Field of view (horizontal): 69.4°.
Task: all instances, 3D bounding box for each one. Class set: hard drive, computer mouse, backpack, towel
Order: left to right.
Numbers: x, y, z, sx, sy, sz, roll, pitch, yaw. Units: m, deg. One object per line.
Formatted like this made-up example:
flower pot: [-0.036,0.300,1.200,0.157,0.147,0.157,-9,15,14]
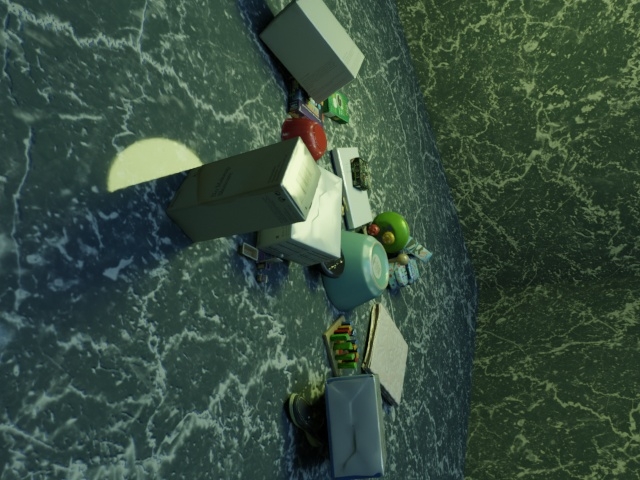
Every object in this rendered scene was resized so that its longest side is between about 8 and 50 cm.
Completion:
computer mouse: [0.000,0.000,1.552,0.189,0.072,0.271,-20,93,-45]
hard drive: [0.132,-0.220,1.898,0.210,0.040,0.318,-23,102,-61]
towel: [0.276,0.481,1.941,0.331,0.054,0.316,57,37,-36]
backpack: [0.373,0.147,2.157,0.173,0.117,0.158,-18,98,-59]

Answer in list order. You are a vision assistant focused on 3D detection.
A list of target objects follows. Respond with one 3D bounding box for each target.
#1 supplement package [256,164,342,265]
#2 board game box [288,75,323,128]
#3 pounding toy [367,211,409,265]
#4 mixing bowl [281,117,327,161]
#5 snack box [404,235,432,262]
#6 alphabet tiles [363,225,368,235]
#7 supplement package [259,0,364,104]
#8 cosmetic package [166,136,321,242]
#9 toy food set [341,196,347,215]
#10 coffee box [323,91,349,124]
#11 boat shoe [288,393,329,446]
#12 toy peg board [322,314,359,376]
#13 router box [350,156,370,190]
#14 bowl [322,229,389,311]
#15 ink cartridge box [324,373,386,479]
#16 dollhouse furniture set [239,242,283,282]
supplement package: [-0.057,-0.083,1.356,0.204,0.145,0.261,23,60,-42]
board game box: [-0.050,-0.480,1.635,0.170,0.048,0.140,24,59,-57]
pounding toy: [0.274,-0.002,1.965,0.110,0.183,0.236,-12,95,-52]
mixing bowl: [-0.041,-0.336,1.554,0.181,0.098,0.181,29,56,-55]
snack box: [0.396,0.000,2.182,0.060,0.187,0.322,-53,147,6]
alphabet tiles: [0.208,0.060,1.926,0.198,0.009,0.236,-44,122,-78]
supplement package: [-0.021,-0.642,1.528,0.293,0.178,0.175,45,42,-25]
cosmetic package: [-0.168,-0.106,1.023,0.113,0.310,0.160,56,35,-39]
toy food set: [0.060,-0.124,1.763,0.122,0.019,0.077,-29,107,-52]
coffee box: [0.057,-0.542,1.857,0.184,0.041,0.113,0,83,-61]
boat shoe: [-0.022,0.524,1.348,0.080,0.074,0.223,-67,141,-49]
toy peg board: [0.093,0.363,1.609,0.161,0.079,0.161,-33,111,-60]
router box: [0.164,-0.271,1.888,0.092,0.038,0.122,13,71,-59]
bowl: [0.146,0.101,1.701,0.312,0.163,0.311,29,56,-57]
ink cartridge box: [0.121,0.558,1.438,0.395,0.151,0.269,54,31,-71]
dollhouse furniture set: [-0.156,0.054,1.236,0.114,0.081,0.090,34,52,-54]
